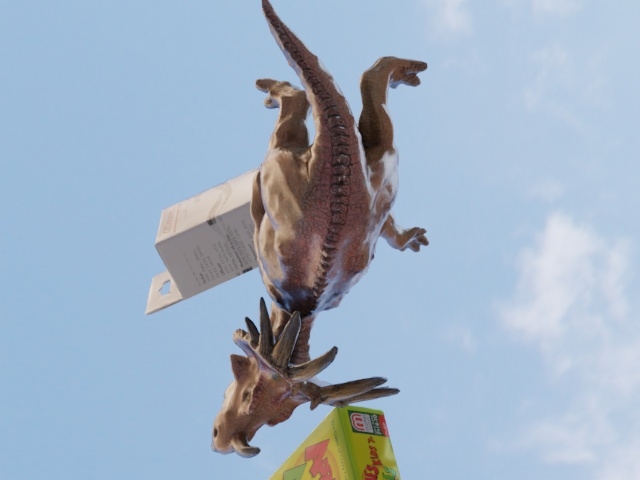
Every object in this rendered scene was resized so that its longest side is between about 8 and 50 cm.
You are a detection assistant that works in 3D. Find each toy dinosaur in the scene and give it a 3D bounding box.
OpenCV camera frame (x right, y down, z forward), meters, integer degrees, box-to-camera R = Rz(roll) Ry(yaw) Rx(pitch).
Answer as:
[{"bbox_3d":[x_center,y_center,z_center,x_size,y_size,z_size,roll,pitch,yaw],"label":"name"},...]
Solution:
[{"bbox_3d":[0.000,0.000,0.963,0.127,0.295,0.200,8,-136,7],"label":"toy dinosaur"}]

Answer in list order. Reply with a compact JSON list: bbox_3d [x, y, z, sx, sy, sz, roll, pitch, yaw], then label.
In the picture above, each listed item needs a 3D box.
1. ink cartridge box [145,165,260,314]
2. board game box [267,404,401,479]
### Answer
[{"bbox_3d":[-0.086,-0.009,1.347,0.180,0.104,0.060,-24,-72,6],"label":"ink cartridge box"},{"bbox_3d":[-0.005,0.213,1.146,0.043,0.181,0.092,11,-134,-30],"label":"board game box"}]
